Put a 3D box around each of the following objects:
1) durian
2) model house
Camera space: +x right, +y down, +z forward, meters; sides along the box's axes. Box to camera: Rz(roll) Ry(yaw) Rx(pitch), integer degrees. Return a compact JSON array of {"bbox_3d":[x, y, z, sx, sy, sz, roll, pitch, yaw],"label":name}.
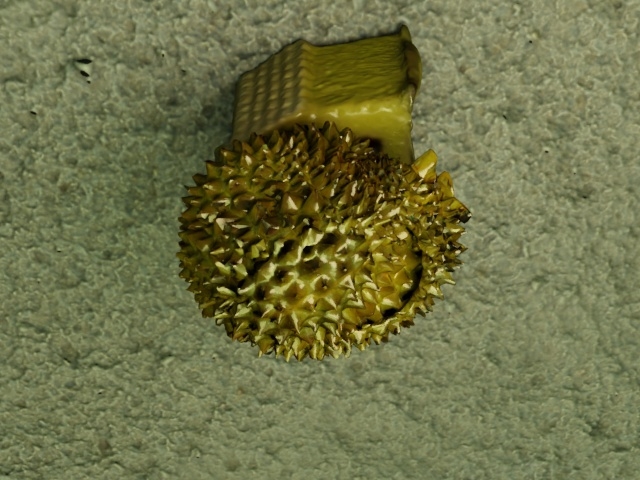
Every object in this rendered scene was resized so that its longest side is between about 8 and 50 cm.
[{"bbox_3d":[-0.001,0.010,1.289,0.293,0.258,0.258,-4,124,-11],"label":"durian"},{"bbox_3d":[-0.002,-0.137,1.438,0.234,0.193,0.175,0,125,-1],"label":"model house"}]
